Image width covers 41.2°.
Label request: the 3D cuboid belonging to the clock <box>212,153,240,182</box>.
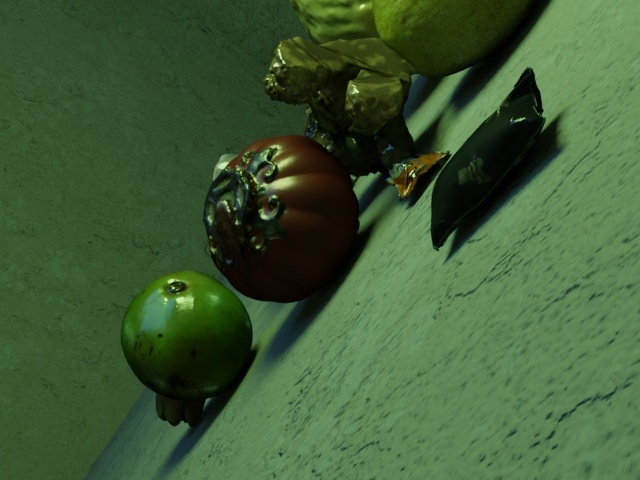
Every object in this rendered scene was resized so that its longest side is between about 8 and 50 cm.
[{"bbox_3d":[-0.073,-0.073,1.349,0.188,0.189,0.254,-54,-11,-5],"label":"clock"}]

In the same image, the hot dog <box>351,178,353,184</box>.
[{"bbox_3d":[-0.031,-0.050,1.561,0.262,0.093,0.123,-38,0,4],"label":"hot dog"}]

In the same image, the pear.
[{"bbox_3d":[0.180,-0.329,1.139,0.211,0.188,0.228,-33,7,20],"label":"pear"}]

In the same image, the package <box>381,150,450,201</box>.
[{"bbox_3d":[0.112,-0.081,1.030,0.077,0.033,0.111,-31,18,-11],"label":"package"}]

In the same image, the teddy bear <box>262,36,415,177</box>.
[{"bbox_3d":[0.022,-0.173,1.197,0.296,0.246,0.222,-50,-17,-60],"label":"teddy bear"}]

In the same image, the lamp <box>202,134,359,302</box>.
[{"bbox_3d":[-0.057,-0.030,1.125,0.227,0.227,0.227,-52,7,9],"label":"lamp"}]

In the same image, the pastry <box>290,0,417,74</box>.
[{"bbox_3d":[0.119,-0.480,1.499,0.388,0.389,0.313,-53,45,2],"label":"pastry"}]

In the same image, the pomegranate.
[{"bbox_3d":[-0.207,0.176,1.268,0.240,0.190,0.159,-51,34,13],"label":"pomegranate"}]

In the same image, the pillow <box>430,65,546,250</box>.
[{"bbox_3d":[0.140,-0.068,0.717,0.150,0.048,0.090,-53,-2,33],"label":"pillow"}]
